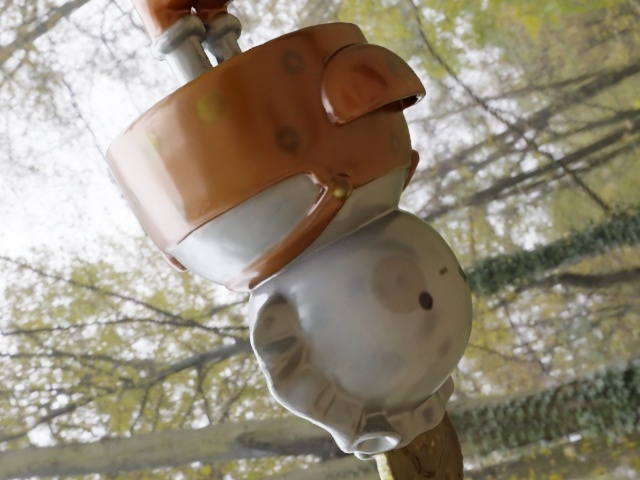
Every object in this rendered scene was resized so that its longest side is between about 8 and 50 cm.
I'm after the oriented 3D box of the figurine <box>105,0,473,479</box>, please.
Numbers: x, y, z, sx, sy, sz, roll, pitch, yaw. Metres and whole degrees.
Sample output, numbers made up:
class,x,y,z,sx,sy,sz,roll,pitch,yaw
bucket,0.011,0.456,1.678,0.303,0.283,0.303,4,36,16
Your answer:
class,x,y,z,sx,sy,sz,roll,pitch,yaw
figurine,-0.008,0.001,0.457,0.143,0.143,0.271,-29,-74,-61
